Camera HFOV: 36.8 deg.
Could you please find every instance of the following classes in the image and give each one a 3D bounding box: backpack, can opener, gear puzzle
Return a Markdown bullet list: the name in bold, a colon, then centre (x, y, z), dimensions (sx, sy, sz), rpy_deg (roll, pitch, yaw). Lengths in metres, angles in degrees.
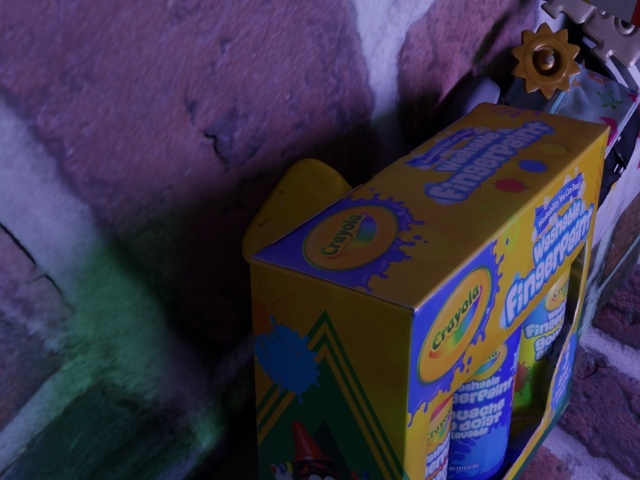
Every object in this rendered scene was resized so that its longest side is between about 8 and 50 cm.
- **backpack**: centre (0.302, -0.112, 1.230), dimensions (0.225, 0.191, 0.253), rpy_deg (-59, 172, 1)
- **can opener**: centre (0.128, -0.068, 1.149), dimensions (0.095, 0.076, 0.283), rpy_deg (36, 89, -35)
- **gear puzzle**: centre (0.342, -0.299, 1.132), dimensions (0.339, 0.175, 0.044), rpy_deg (-53, -171, -7)

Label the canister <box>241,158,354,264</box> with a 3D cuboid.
- **canister**: centre (0.000, 0.000, 0.959), dimensions (0.126, 0.073, 0.170), rpy_deg (-56, 155, -2)

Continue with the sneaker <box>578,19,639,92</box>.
- **sneaker**: centre (0.518, -0.341, 1.403), dimensions (0.447, 0.169, 0.257), rpy_deg (-22, 163, -44)

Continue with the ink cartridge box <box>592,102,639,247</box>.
- **ink cartridge box**: centre (0.421, -0.074, 1.603), dimensions (0.306, 0.131, 0.226), rpy_deg (-45, 155, -20)

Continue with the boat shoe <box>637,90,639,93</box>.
- **boat shoe**: centre (0.565, -0.275, 1.714), dimensions (0.233, 0.084, 0.079), rpy_deg (55, 33, -58)

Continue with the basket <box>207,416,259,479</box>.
- **basket**: centre (-0.032, 0.270, 1.165), dimensions (0.227, 0.154, 0.204), rpy_deg (-47, 151, -11)

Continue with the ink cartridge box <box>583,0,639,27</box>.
- **ink cartridge box**: centre (0.314, -0.297, 0.972), dimensions (0.134, 0.231, 0.078), rpy_deg (-41, 153, -29)

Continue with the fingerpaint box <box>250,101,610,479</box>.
- **fingerpaint box**: centre (0.128, 0.106, 0.971), dimensions (0.445, 0.163, 0.371), rpy_deg (-35, 133, -48)
